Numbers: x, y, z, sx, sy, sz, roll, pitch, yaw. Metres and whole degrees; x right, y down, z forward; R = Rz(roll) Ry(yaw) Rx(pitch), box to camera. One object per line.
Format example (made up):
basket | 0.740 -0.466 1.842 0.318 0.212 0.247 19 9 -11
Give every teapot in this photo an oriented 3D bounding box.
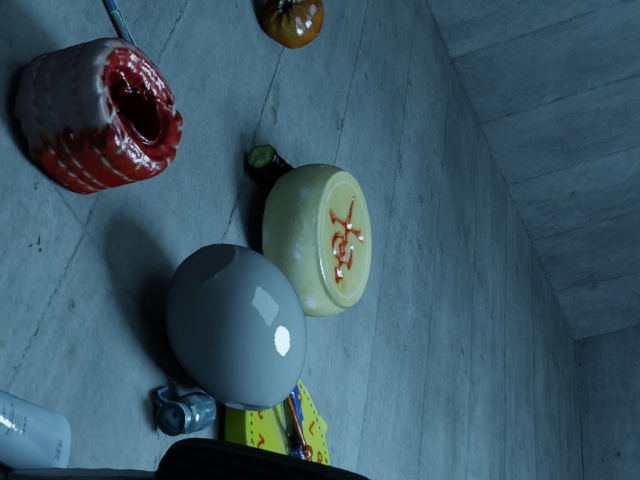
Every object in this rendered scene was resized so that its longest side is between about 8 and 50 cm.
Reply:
teapot | -0.167 0.208 1.396 0.083 0.049 0.063 3 73 -67

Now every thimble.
thimble | -0.259 -0.145 1.315 0.189 0.125 0.163 27 53 -62

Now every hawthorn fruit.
hawthorn fruit | -0.047 -0.411 2.042 0.128 0.128 0.128 50 32 -47

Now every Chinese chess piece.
Chinese chess piece | 0.000 0.000 1.823 0.251 0.097 0.250 -1 90 -65

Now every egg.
egg | -0.105 0.118 1.444 0.176 0.176 0.232 -70 148 -57

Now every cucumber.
cucumber | -0.060 -0.105 1.875 0.187 0.058 0.058 34 44 -59

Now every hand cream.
hand cream | -0.315 0.169 1.064 0.255 0.048 0.079 49 40 -55

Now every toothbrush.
toothbrush | -0.282 -0.317 1.528 0.019 0.016 0.219 -72 141 -69

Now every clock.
clock | -0.045 0.304 1.605 0.277 0.071 0.293 55 29 -41

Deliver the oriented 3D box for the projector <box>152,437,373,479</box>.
projector | -0.024 0.423 0.992 0.405 0.242 0.395 54 51 -52

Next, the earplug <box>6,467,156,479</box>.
earplug | -0.209 0.366 1.034 0.172 0.172 0.301 20 68 -64
